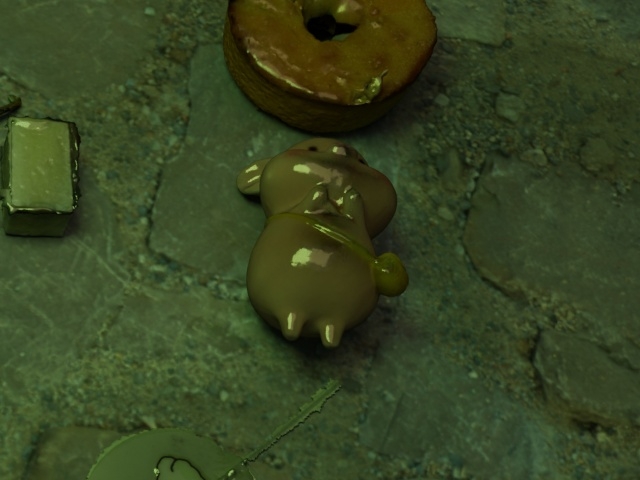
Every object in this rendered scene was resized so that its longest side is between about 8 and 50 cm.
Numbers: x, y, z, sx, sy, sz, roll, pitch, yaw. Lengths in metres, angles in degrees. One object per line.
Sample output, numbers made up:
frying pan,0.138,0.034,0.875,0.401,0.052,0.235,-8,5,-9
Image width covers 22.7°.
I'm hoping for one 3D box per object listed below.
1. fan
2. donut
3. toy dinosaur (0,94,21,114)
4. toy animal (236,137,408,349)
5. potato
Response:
fan,-0.088,0.225,1.540,0.329,0.009,0.191,-35,73,-33
donut,0.008,-0.234,1.816,0.254,0.118,0.253,7,57,-11
toy dinosaur,-0.368,-0.103,1.654,0.058,0.037,0.180,20,52,2
toy animal,0.002,0.002,1.641,0.165,0.149,0.248,24,45,-18
potato,-0.292,-0.064,1.637,0.086,0.061,0.122,3,58,-16
